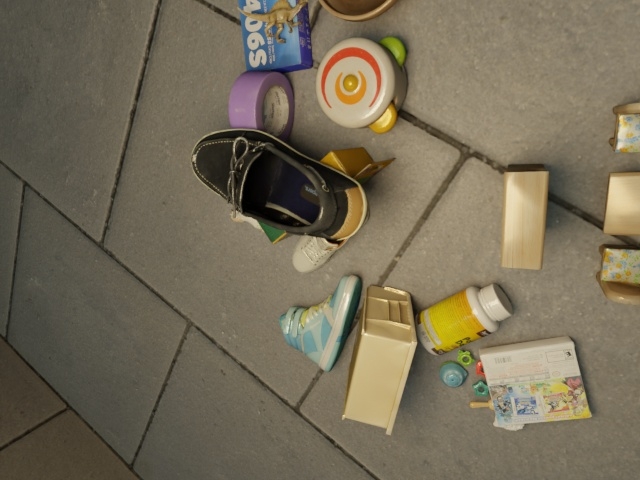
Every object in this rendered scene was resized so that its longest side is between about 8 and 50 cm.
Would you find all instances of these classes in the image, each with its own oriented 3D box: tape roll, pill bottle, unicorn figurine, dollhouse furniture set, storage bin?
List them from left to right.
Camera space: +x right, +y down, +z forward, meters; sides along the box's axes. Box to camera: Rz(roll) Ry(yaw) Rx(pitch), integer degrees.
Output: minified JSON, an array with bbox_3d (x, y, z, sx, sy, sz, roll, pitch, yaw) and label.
[{"bbox_3d":[-0.209,-0.079,1.210,0.162,0.060,0.111,41,118,11],"label":"unicorn figurine"},{"bbox_3d":[-0.146,-0.334,1.031,0.080,0.189,0.189,13,110,24],"label":"tape roll"},{"bbox_3d":[0.147,0.285,1.026,0.123,0.260,0.262,11,110,5],"label":"storage bin"},{"bbox_3d":[0.344,0.188,0.973,0.215,0.117,0.117,-36,87,30],"label":"pill bottle"},{"bbox_3d":[0.546,-0.058,0.721,0.394,0.256,0.362,3,106,26],"label":"dollhouse furniture set"}]

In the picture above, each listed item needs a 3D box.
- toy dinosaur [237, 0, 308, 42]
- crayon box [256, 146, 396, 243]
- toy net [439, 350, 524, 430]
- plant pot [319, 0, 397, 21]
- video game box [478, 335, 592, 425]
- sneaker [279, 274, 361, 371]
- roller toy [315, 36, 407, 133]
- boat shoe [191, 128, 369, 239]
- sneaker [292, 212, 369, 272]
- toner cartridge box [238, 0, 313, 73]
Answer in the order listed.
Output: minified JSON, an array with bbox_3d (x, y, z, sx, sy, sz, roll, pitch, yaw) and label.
[{"bbox_3d":[-0.106,-0.527,0.959,0.183,0.053,0.093,-2,88,18],"label":"toy dinosaur"},{"bbox_3d":[0.014,-0.129,1.001,0.323,0.203,0.083,-36,86,29],"label":"crayon box"},{"bbox_3d":[0.427,0.385,1.035,0.232,0.045,0.122,37,105,10],"label":"toy net"},{"bbox_3d":[0.102,-0.601,0.874,0.237,0.109,0.238,7,107,24],"label":"plant pot"},{"bbox_3d":[0.505,0.336,0.954,0.205,0.048,0.187,-14,93,18],"label":"video game box"},{"bbox_3d":[-0.014,0.212,1.159,0.208,0.127,0.319,24,113,18],"label":"sneaker"},{"bbox_3d":[0.092,-0.356,0.928,0.191,0.146,0.210,8,108,25],"label":"roller toy"},{"bbox_3d":[-0.133,-0.135,0.879,0.500,0.156,0.187,26,109,30],"label":"boat shoe"},{"bbox_3d":[0.000,0.000,1.093,0.106,0.123,0.290,48,121,5],"label":"sneaker"},{"bbox_3d":[-0.121,-0.609,1.005,0.165,0.075,0.348,1,105,24],"label":"toner cartridge box"}]
